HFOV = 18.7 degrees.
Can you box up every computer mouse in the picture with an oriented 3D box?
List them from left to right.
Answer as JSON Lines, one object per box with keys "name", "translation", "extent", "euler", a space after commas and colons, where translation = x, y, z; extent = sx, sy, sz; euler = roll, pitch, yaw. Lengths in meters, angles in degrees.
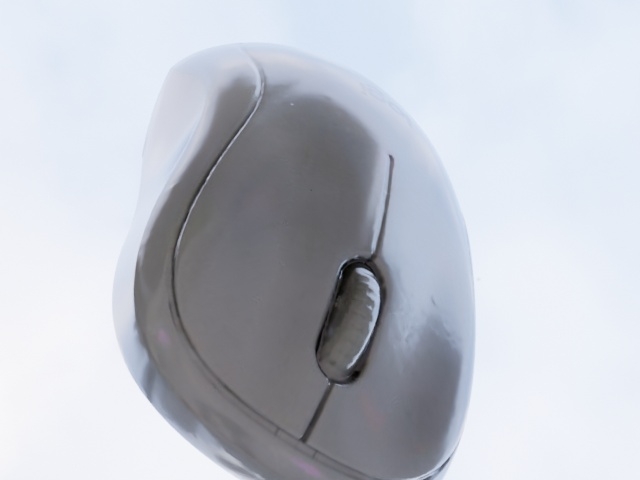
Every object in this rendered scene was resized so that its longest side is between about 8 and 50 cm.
{"name": "computer mouse", "translation": [0.000, 0.000, 0.928], "extent": [0.184, 0.297, 0.121], "euler": [38, -68, -18]}
